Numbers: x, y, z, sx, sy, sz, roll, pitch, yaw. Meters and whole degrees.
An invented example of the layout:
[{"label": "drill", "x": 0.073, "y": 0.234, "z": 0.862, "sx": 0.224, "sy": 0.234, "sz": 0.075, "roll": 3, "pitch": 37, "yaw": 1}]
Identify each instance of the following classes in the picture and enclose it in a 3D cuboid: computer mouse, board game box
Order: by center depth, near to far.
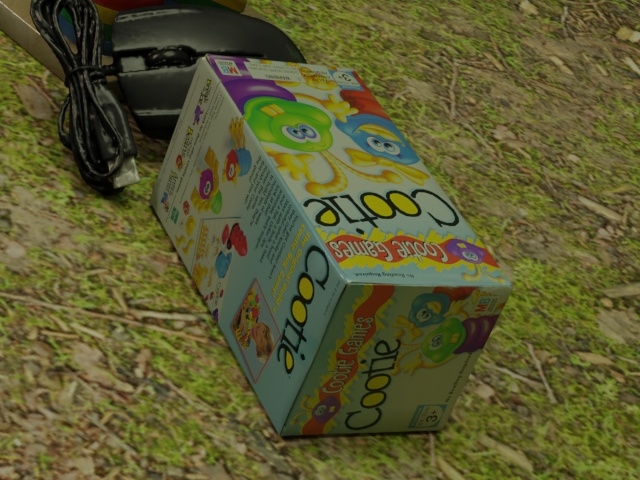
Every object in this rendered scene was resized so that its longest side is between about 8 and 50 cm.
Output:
[{"label": "board game box", "x": 0.000, "y": 0.000, "z": 1.385, "sx": 0.142, "sy": 0.144, "sz": 0.275, "roll": 2, "pitch": 37, "yaw": -31}, {"label": "computer mouse", "x": -0.097, "y": -0.133, "z": 1.549, "sx": 0.272, "sy": 0.072, "sz": 0.188, "roll": -2, "pitch": 66, "yaw": -42}]

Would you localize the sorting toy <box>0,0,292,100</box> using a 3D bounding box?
[{"label": "sorting toy", "x": -0.185, "y": -0.248, "z": 1.700, "sx": 0.255, "sy": 0.089, "sz": 0.257, "roll": 39, "pitch": 34, "yaw": 25}]
